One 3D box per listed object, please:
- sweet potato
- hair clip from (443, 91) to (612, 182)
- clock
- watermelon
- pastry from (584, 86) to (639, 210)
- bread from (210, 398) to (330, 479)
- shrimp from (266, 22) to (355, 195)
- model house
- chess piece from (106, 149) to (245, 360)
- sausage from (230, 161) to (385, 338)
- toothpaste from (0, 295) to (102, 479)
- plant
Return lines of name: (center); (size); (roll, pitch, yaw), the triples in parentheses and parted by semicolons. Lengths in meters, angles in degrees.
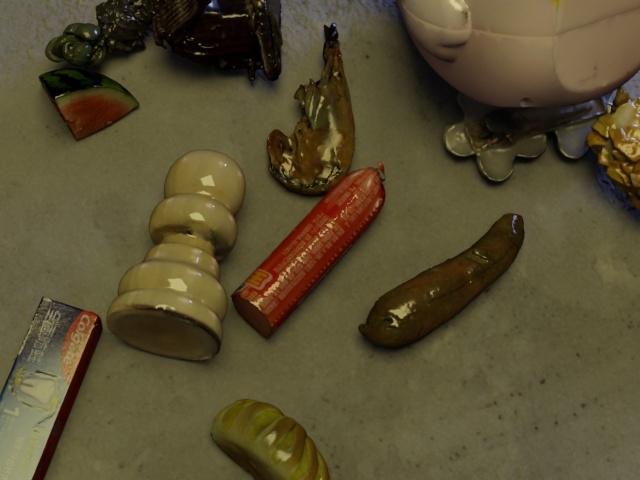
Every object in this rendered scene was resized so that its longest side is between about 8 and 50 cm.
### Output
sweet potato: (0.167, 0.052, 1.490); (0.273, 0.075, 0.075); (-34, 74, -19)
hair clip: (0.289, -0.166, 1.595); (0.257, 0.075, 0.146); (-14, 71, -17)
clock: (0.252, -0.332, 1.536); (0.368, 0.250, 0.377); (-21, 36, -24)
watermelon: (-0.304, -0.176, 1.552); (0.135, 0.125, 0.094); (6, 96, -22)
pastry: (0.459, -0.099, 1.543); (0.154, 0.102, 0.250); (-40, 87, -15)
bread: (-0.056, 0.240, 1.382); (0.157, 0.094, 0.083); (35, 73, 18)
shrimp: (-0.014, -0.186, 1.577); (0.117, 0.066, 0.262); (-1, 66, -5)
model house: (-0.139, -0.317, 1.598); (0.164, 0.141, 0.203); (-6, 49, 6)
chess piece: (-0.158, 0.007, 1.455); (0.143, 0.142, 0.260); (14, 60, 1)
sausage: (0.000, 0.000, 1.494); (0.074, 0.074, 0.274); (39, 69, 11)
toothpaste: (-0.345, 0.226, 1.375); (0.076, 0.066, 0.320); (18, 66, 3)
plant: (-0.287, -0.281, 1.587); (0.174, 0.087, 0.085); (-39, 38, -27)
